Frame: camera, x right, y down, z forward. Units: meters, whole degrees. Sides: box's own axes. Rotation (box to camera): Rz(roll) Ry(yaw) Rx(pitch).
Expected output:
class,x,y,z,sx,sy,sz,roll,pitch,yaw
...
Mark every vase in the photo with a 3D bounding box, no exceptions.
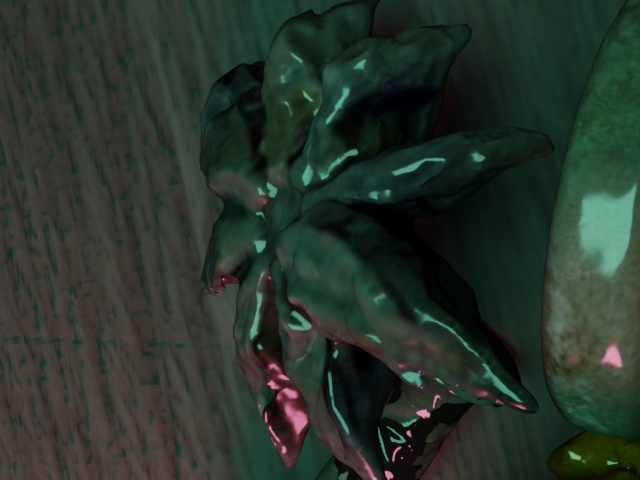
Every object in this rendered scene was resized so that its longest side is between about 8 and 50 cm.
class,x,y,z,sx,sy,sz,roll,pitch,yaw
vase,0.015,0.103,0.501,0.059,0.059,0.167,37,115,16

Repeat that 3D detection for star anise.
class,x,y,z,sx,sy,sz,roll,pitch,yaw
star anise,0.000,0.000,0.444,0.181,0.061,0.205,-54,44,41

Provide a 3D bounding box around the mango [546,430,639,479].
class,x,y,z,sx,sy,sz,roll,pitch,yaw
mango,0.116,0.245,0.410,0.199,0.201,0.350,0,111,55

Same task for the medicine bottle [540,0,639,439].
class,x,y,z,sx,sy,sz,roll,pitch,yaw
medicine bottle,0.231,0.020,0.318,0.322,0.151,0.151,13,106,25
